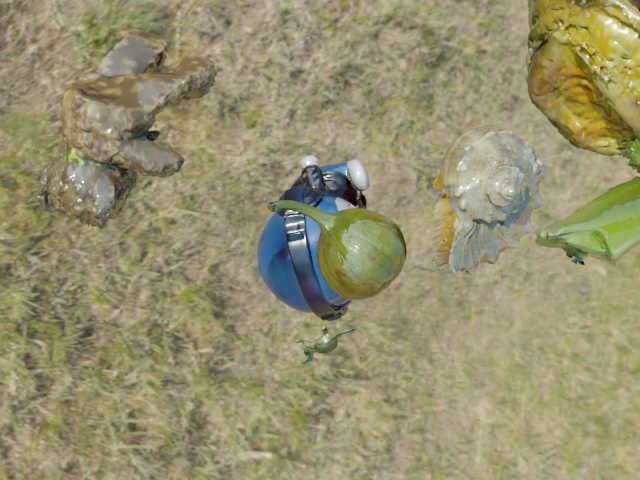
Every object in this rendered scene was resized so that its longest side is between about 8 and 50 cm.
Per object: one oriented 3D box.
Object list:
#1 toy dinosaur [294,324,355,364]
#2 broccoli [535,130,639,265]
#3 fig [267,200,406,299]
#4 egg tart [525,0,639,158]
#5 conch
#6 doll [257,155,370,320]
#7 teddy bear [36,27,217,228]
[{"bbox_3d":[0.010,0.162,1.387,0.060,0.119,0.029,39,29,-46],"label":"toy dinosaur"},{"bbox_3d":[0.408,-0.032,0.874,0.302,0.254,0.186,-51,127,-30],"label":"broccoli"},{"bbox_3d":[0.021,-0.008,1.380,0.245,0.149,0.149,35,65,-18],"label":"fig"},{"bbox_3d":[0.349,-0.198,1.106,0.132,0.297,0.297,-42,113,-10],"label":"egg tart"},{"bbox_3d":[0.320,-0.068,1.695,0.210,0.352,0.297,17,92,5],"label":"conch"},{"bbox_3d":[0.000,0.000,1.696,0.310,0.240,0.284,-87,160,-50],"label":"doll"},{"bbox_3d":[-0.307,-0.170,1.389,0.296,0.246,0.222,-43,151,-39],"label":"teddy bear"}]
